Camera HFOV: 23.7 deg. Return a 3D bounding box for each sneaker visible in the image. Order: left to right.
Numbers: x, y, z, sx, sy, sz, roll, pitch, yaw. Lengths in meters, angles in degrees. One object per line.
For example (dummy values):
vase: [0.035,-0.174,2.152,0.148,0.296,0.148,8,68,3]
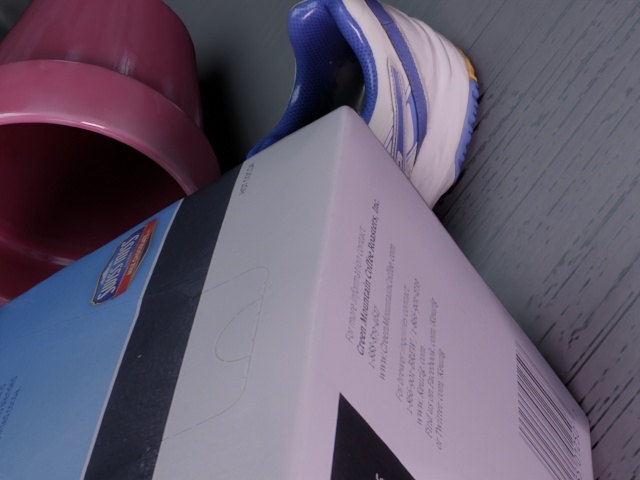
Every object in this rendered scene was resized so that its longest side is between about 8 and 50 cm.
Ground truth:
sneaker: [0.000,0.000,0.869,0.111,0.131,0.297,-7,67,40]

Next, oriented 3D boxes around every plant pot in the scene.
plant pot: [-0.160,-0.072,1.030,0.201,0.201,0.180,-28,37,32]

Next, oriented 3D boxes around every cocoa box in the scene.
cocoa box: [-0.030,0.152,0.637,0.228,0.231,0.347,-29,25,21]

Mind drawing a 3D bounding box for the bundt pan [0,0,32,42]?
bundt pan: [-0.321,-0.291,1.330,0.330,0.124,0.331,-22,56,36]
